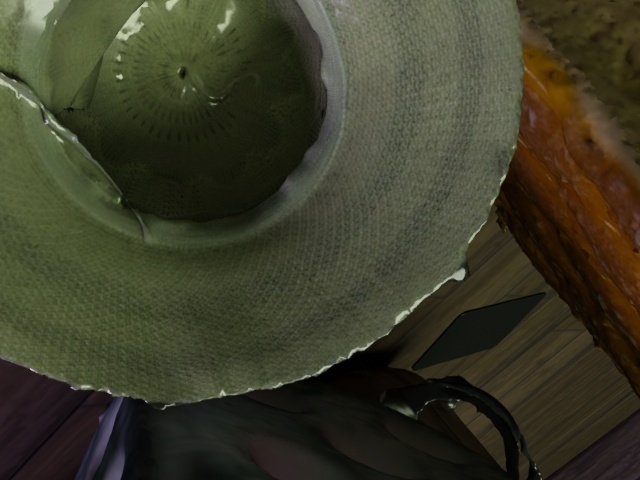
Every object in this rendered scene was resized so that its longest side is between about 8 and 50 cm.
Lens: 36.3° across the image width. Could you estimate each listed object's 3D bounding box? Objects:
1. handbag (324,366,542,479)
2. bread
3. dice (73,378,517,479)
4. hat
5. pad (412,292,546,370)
[{"bbox_3d":[0.094,0.256,0.947,0.149,0.302,0.283,1,133,-53],"label":"handbag"},{"bbox_3d":[0.246,-0.041,0.625,0.207,0.279,0.279,-31,152,0],"label":"bread"},{"bbox_3d":[-0.034,0.288,0.673,0.348,0.330,0.327,20,95,-19],"label":"dice"},{"bbox_3d":[-0.052,-0.066,0.400,0.252,0.252,0.110,-34,-163,2],"label":"hat"},{"bbox_3d":[0.181,0.104,1.112,0.157,0.003,0.112,-8,145,-42],"label":"pad"}]
